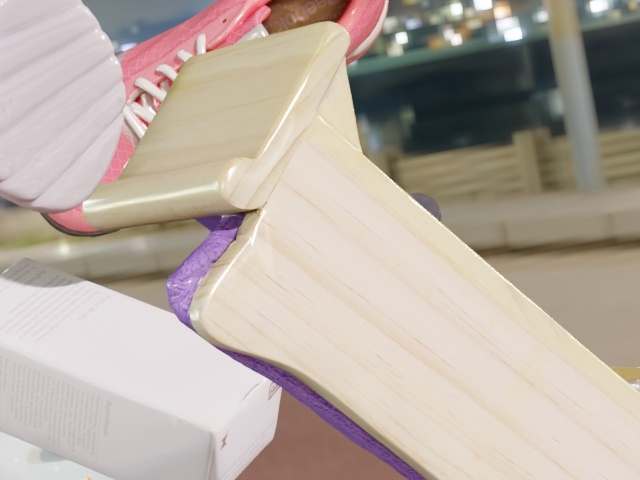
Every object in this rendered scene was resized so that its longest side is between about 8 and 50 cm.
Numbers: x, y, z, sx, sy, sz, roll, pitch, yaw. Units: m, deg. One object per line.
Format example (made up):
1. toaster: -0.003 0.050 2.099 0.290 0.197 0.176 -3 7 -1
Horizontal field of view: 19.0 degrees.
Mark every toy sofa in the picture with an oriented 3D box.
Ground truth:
1. toy sofa: 0.045 0.059 1.063 0.150 0.362 0.177 -4 53 56

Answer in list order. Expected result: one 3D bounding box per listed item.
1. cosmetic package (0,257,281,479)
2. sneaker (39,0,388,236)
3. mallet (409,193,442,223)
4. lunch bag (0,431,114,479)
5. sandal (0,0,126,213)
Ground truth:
1. cosmetic package: -0.155 0.103 1.400 0.231 0.085 0.117 22 33 18
2. sneaker: -0.080 -0.123 1.367 0.314 0.116 0.136 -38 2 -10
3. mallet: 0.000 0.000 1.423 0.190 0.039 0.062 -6 -23 -9
4. lunch bag: -0.246 0.177 1.748 0.262 0.223 0.160 8 -29 -1
5. sandal: -0.164 -0.091 0.611 0.076 0.102 0.265 4 -31 35
